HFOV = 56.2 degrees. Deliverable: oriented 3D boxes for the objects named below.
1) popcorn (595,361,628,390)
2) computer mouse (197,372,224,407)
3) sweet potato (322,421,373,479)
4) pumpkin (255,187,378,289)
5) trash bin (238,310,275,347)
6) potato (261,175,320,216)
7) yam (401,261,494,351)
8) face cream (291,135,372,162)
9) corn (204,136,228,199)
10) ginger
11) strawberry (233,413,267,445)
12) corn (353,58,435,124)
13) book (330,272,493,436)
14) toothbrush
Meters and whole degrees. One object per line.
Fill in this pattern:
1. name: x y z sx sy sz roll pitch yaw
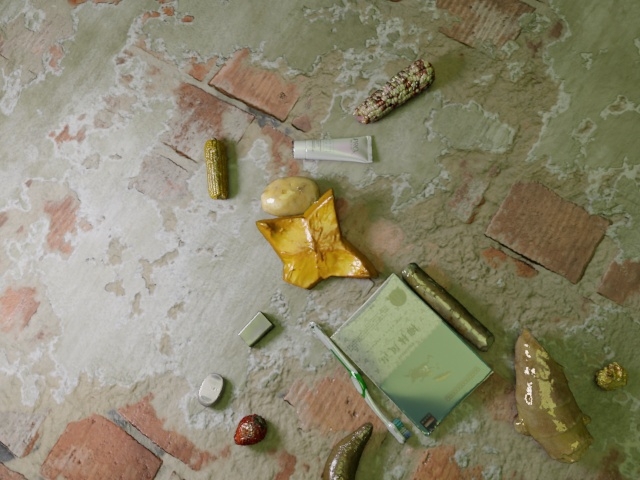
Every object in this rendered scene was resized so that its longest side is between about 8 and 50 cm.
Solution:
1. popcorn: 0.767 0.360 1.580 0.082 0.083 0.057 -33 46 20
2. computer mouse: -0.308 0.425 1.700 0.066 0.039 0.096 21 72 10
3. sweet potato: 0.067 0.636 1.580 0.124 0.098 0.310 8 75 -14
4. pumpkin: -0.011 0.024 1.718 0.258 0.095 0.290 -25 92 3
5. trash bin: -0.185 0.256 1.727 0.092 0.043 0.061 -44 76 -2
6. potato: -0.088 -0.130 1.774 0.178 0.109 0.118 -7 55 -1
7. yam: 0.353 0.184 1.669 0.317 0.067 0.071 44 47 16
8. face cream: 0.035 -0.276 1.826 0.243 0.058 0.092 -1 72 0
9. corn: -0.318 -0.221 1.841 0.068 0.068 0.207 -10 75 4
10. ginger: 0.588 0.401 1.569 0.190 0.126 0.354 -13 72 14
11. strawberry: -0.196 0.524 1.645 0.096 0.083 0.083 -33 75 7
12. corn: 0.229 -0.449 1.825 0.280 0.092 0.092 -37 76 -2
13. book: 0.247 0.312 1.658 0.379 0.031 0.264 44 93 14
14. toothbrush: 0.099 0.388 1.662 0.040 0.042 0.418 -33 74 -33
